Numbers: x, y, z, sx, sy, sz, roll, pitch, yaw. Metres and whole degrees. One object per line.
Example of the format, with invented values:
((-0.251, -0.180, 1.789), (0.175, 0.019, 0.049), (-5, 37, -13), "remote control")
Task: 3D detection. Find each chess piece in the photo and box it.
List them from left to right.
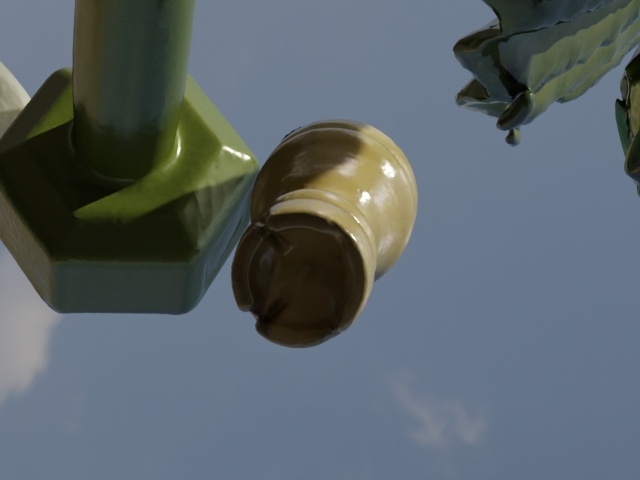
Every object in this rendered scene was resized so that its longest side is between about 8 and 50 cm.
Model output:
((0.000, 0.000, 0.707), (0.066, 0.066, 0.122), (-39, -172, 16), "chess piece")

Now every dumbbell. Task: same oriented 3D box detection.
((-0.074, -0.081, 0.773), (0.108, 0.302, 0.121), (26, -121, 8), "dumbbell")

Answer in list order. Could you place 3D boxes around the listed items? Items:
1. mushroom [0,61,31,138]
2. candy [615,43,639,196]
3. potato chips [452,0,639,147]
((-0.272, -0.111, 1.290), (0.116, 0.093, 0.225), (-28, -116, -19), "mushroom")
((0.212, 0.018, 0.486), (0.097, 0.323, 0.097), (-48, -151, 37), "candy")
((0.202, -0.185, 0.868), (0.373, 0.389, 0.097), (-39, -98, 27), "potato chips")
